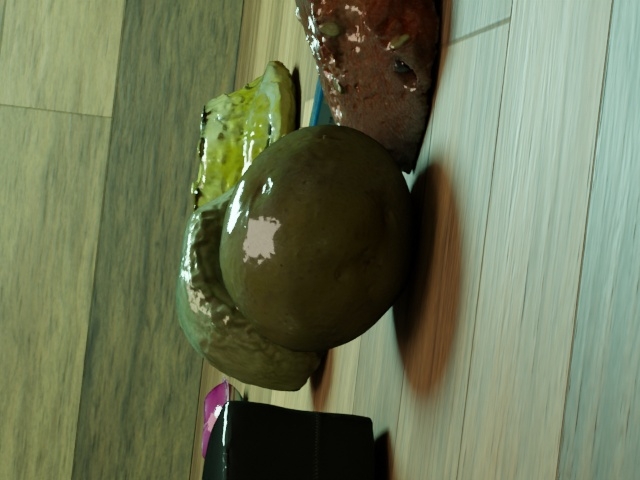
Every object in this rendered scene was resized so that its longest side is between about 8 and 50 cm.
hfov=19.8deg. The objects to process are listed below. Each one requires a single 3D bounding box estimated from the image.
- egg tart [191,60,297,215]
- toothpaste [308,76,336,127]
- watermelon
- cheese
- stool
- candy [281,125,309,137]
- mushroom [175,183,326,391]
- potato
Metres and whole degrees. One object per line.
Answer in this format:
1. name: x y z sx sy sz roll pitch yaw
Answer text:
1. egg tart: -0.114 -0.093 2.614 0.345 0.132 0.345 -174 90 -86
2. toothpaste: 0.017 -0.091 1.775 0.050 0.065 0.266 -92 11 -50
3. watermelon: 0.041 -0.184 1.548 0.193 0.140 0.256 92 173 -63
4. cheese: -0.148 0.310 2.786 0.244 0.062 0.155 -93 10 -47
5. stool: -0.031 0.249 1.537 0.232 0.141 0.232 -173 90 -82
6. candy: 0.000 -0.093 1.978 0.287 0.078 0.084 -70 -32 -79
7. mushroom: -0.079 0.041 2.036 0.189 0.164 0.267 113 162 -63
8. potato: 0.000 0.000 1.483 0.178 0.160 0.235 -46 -13 -6
